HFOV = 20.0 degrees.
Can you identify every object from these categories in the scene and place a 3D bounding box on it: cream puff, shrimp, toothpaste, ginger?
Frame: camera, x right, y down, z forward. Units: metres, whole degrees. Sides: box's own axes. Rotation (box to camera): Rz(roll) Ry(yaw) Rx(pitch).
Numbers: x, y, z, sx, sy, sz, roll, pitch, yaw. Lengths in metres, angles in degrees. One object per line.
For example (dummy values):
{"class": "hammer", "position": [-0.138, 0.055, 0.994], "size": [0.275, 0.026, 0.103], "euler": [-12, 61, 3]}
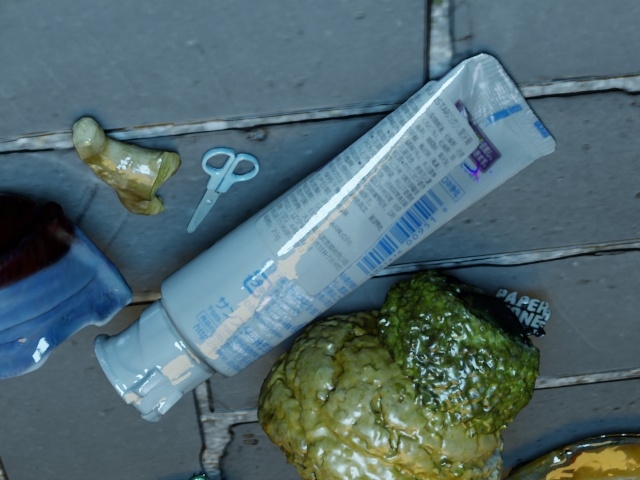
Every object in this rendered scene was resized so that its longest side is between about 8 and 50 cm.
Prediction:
{"class": "cream puff", "position": [0.073, 0.094, 1.201], "size": [0.183, 0.183, 0.169], "euler": [26, 106, -37]}
{"class": "shrimp", "position": [0.217, 0.237, 1.479], "size": [0.222, 0.054, 0.290], "euler": [15, 134, -29]}
{"class": "toothpaste", "position": [0.000, 0.000, 1.095], "size": [0.299, 0.073, 0.114], "euler": [-36, 139, 7]}
{"class": "ginger", "position": [-0.109, -0.041, 1.071], "size": [0.048, 0.030, 0.097], "euler": [-17, 144, 16]}

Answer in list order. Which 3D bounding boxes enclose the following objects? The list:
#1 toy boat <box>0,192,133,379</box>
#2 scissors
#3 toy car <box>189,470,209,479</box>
{"class": "toy boat", "position": [-0.266, 0.058, 1.087], "size": [0.309, 0.129, 0.142], "euler": [-13, 130, -7]}
{"class": "scissors", "position": [-0.067, -0.029, 1.115], "size": [0.036, 0.006, 0.083], "euler": [13, 139, -22]}
{"class": "toy car", "position": [-0.123, 0.213, 1.405], "size": [0.122, 0.035, 0.059], "euler": [-11, 147, 2]}
